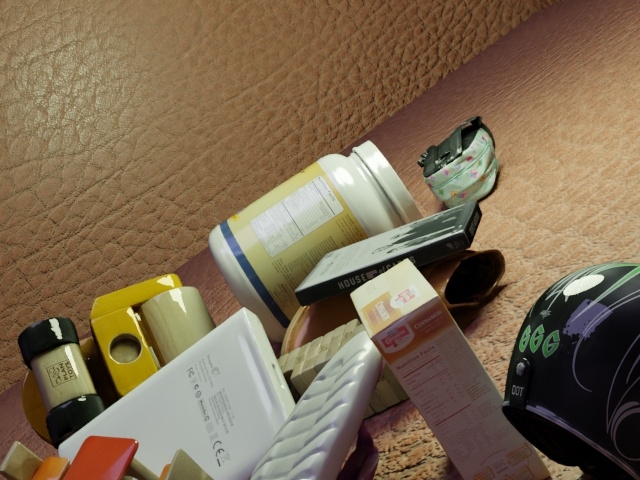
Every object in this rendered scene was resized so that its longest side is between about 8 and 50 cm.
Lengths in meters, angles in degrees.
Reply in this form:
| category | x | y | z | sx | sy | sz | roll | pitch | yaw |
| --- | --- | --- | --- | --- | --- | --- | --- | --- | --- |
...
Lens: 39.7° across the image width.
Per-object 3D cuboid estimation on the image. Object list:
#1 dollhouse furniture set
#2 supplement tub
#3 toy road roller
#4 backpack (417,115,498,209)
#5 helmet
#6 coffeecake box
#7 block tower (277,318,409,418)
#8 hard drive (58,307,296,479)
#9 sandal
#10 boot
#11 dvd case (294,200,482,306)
| category | x | y | z | sx | sy | sz | roll | pitch | yaw |
| --- | --- | --- | --- | --- | --- | --- | --- | --- | --- |
| dollhouse furniture set | -0.270 | 0.316 | 0.913 | 0.262 | 0.135 | 0.259 | -6 | 45 | 32 |
| supplement tub | 0.000 | 0.000 | 1.467 | 0.316 | 0.228 | 0.228 | -33 | 12 | 0 |
| toy road roller | -0.332 | 0.225 | 1.489 | 0.330 | 0.202 | 0.240 | -21 | -24 | -18 |
| backpack | 0.257 | -0.136 | 1.625 | 0.152 | 0.115 | 0.182 | -40 | 8 | 25 |
| helmet | 0.231 | 0.096 | 0.667 | 0.161 | 0.169 | 0.169 | -54 | 17 | -14 |
| coffeecake box | 0.109 | 0.121 | 0.782 | 0.068 | 0.185 | 0.142 | -32 | 11 | 2 |
| block tower | -0.021 | 0.191 | 1.087 | 0.335 | 0.091 | 0.097 | -29 | 12 | 16 |
| hard drive | -0.171 | 0.244 | 1.046 | 0.307 | 0.040 | 0.203 | -37 | 48 | 11 |
| sandal | -0.013 | 0.259 | 0.793 | 0.169 | 0.102 | 0.416 | -42 | 14 | 47 |
| boot | 0.098 | 0.098 | 1.171 | 0.283 | 0.109 | 0.220 | -32 | 13 | -32 |
| dvd case | 0.096 | 0.015 | 1.202 | 0.239 | 0.029 | 0.179 | -21 | 9 | 20 |
